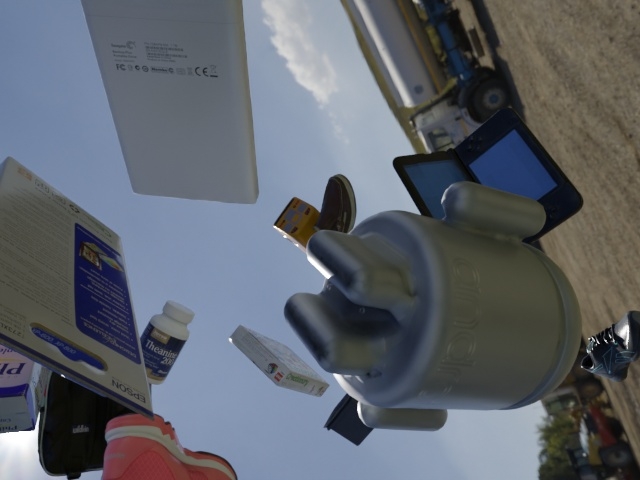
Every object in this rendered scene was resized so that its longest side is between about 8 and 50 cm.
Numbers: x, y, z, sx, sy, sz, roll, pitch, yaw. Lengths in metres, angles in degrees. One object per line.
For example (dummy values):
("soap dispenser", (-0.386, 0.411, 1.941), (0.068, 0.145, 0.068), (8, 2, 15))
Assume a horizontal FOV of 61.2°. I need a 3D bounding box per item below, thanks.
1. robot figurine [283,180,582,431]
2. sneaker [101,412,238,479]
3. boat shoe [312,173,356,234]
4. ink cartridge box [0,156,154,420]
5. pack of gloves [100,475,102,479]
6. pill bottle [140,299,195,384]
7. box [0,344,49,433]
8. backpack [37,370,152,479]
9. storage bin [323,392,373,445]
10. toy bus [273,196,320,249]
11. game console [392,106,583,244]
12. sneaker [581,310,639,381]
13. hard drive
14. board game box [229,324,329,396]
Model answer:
("robot figurine", (0.141, 0.084, 0.597), (0.354, 0.299, 0.200), (11, -160, -31))
("sneaker", (-0.246, 0.405, 0.876), (0.313, 0.116, 0.136), (55, -157, -39))
("boat shoe", (0.030, -0.041, 1.389), (0.095, 0.095, 0.257), (-22, -56, -34))
("ink cartridge box", (-0.278, 0.041, 0.559), (0.176, 0.069, 0.371), (45, 180, -35))
("pack of gloves", (-0.511, 0.661, 1.497), (0.046, 0.195, 0.232), (84, -166, -62))
("pill bottle", (-0.247, 0.157, 0.845), (0.120, 0.067, 0.067), (-62, -30, -4))
("box", (-0.428, 0.175, 0.697), (0.137, 0.126, 0.072), (-113, 27, -54))
("backpack", (-0.472, 0.340, 1.141), (0.225, 0.191, 0.253), (2, -95, -28))
("storage bin", (0.086, 0.397, 1.242), (0.091, 0.135, 0.098), (37, -154, 6))
("toy bus", (0.000, 0.000, 1.585), (0.130, 0.108, 0.333), (29, 172, 40))
("game console", (0.338, -0.124, 1.124), (0.173, 0.250, 0.293), (13, -136, -48))
("sneaker", (0.751, 0.274, 1.388), (0.267, 0.106, 0.101), (83, -156, -43))
("hard drive", (-0.228, -0.220, 0.877), (0.047, 0.233, 0.353), (-77, -10, -49))
("board game box", (-0.105, 0.336, 1.478), (0.193, 0.053, 0.305), (36, 176, 28))
